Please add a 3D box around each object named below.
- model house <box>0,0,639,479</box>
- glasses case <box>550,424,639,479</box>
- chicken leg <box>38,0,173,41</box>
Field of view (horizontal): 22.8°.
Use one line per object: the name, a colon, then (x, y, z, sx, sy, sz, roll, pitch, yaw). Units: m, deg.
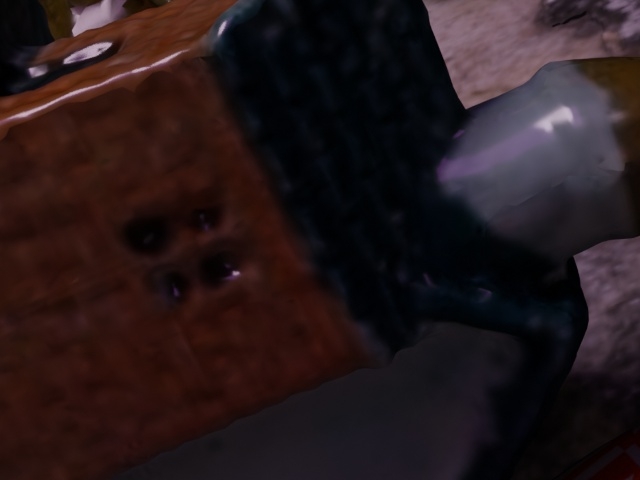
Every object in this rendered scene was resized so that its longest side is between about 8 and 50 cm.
model house: (0.000, 0.000, 0.527, 0.291, 0.253, 0.184, -19, 20, 14)
glasses case: (0.057, 0.132, 0.488, 0.194, 0.049, 0.073, -35, 32, -3)
chicken leg: (-0.147, -0.018, 0.788, 0.361, 0.140, 0.211, -47, 13, -3)
